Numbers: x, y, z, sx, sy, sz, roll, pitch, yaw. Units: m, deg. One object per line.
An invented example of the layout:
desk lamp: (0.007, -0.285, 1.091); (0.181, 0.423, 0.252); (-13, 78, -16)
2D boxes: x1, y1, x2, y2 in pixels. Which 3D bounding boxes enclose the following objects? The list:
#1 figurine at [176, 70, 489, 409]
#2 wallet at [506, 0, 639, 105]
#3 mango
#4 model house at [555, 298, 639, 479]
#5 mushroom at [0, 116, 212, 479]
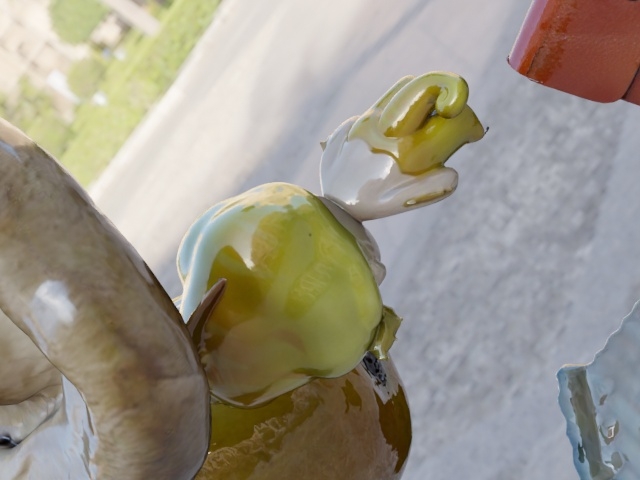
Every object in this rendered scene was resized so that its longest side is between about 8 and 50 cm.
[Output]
figurine: (0.000, 0.000, 0.922); (0.246, 0.156, 0.131); (-52, -30, -16)
wallet: (0.232, -0.188, 1.081); (0.045, 0.142, 0.204); (-81, 8, -48)
mango: (-0.092, 0.162, 1.185); (0.378, 0.221, 0.264); (-28, -10, 40)
model house: (0.497, 0.233, 1.683); (0.400, 0.445, 0.395); (-50, 54, 16)
mushroom: (-0.177, 0.038, 0.802); (0.146, 0.278, 0.278); (-39, -3, -42)
